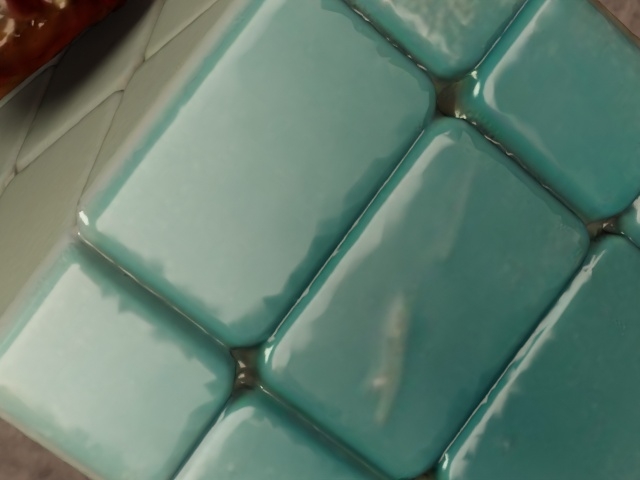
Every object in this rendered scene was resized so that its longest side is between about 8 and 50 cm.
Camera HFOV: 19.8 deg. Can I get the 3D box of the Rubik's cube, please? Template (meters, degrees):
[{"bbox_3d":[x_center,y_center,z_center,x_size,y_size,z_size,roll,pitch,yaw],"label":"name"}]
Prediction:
[{"bbox_3d":[0.000,0.000,0.958,0.316,0.319,0.322,40,84,-22],"label":"Rubik's cube"}]

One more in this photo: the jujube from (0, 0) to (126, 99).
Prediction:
[{"bbox_3d":[-0.238,-0.239,0.850,0.276,0.276,0.377,-37,105,-11],"label":"jujube"}]
